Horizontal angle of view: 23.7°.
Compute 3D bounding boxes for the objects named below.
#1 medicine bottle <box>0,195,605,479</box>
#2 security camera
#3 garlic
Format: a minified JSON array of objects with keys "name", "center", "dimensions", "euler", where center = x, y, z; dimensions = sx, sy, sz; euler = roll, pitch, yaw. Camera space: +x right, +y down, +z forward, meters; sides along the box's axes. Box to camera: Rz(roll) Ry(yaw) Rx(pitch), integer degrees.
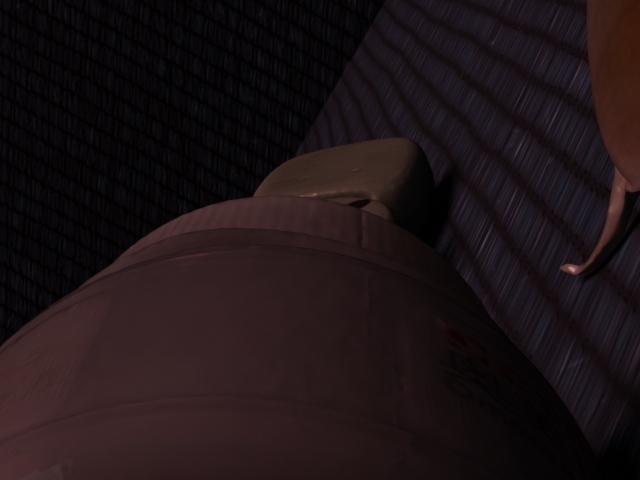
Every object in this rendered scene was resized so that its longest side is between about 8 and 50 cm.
[{"name":"medicine bottle","center":[-0.020,0.120,0.514],"dimensions":[0.245,0.245,0.306],"euler":[-58,8,16]},{"name":"security camera","center":[0.000,0.000,1.156],"dimensions":[0.157,0.080,0.301],"euler":[-10,17,17]},{"name":"garlic","center":[0.170,-0.091,0.702],"dimensions":[0.148,0.128,0.266],"euler":[-51,-7,-21]}]
